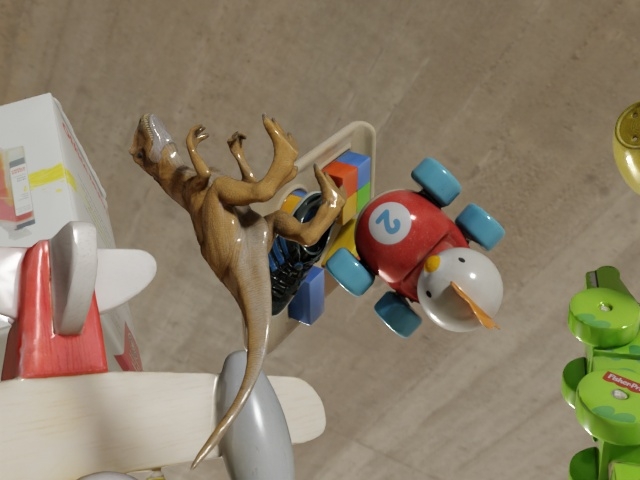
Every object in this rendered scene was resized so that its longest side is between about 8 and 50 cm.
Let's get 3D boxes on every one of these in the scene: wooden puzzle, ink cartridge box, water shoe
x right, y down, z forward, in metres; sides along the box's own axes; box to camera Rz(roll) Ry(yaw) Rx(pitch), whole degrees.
[{"bbox_3d":[0.000,0.000,1.268,0.348,0.080,0.322,-36,138,-42],"label":"wooden puzzle"},{"bbox_3d":[-0.389,0.027,1.058,0.279,0.160,0.385,84,-13,-54],"label":"ink cartridge box"},{"bbox_3d":[-0.039,0.020,1.054,0.203,0.072,0.080,-64,-164,0],"label":"water shoe"}]

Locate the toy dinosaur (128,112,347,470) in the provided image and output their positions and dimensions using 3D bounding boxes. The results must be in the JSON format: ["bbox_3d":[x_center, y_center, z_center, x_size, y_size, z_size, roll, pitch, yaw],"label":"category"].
[{"bbox_3d":[-0.041,0.002,0.393,0.112,0.064,0.212,-40,-128,14],"label":"toy dinosaur"}]

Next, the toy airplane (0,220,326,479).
[{"bbox_3d":[-0.199,0.173,0.593,0.386,0.384,0.272,-47,-152,-21],"label":"toy airplane"}]

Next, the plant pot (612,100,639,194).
[{"bbox_3d":[0.433,-0.131,0.947,0.134,0.095,0.134,-22,-123,39],"label":"plant pot"}]

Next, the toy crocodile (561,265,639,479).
[{"bbox_3d":[0.273,0.137,0.652,0.340,0.105,0.115,-63,152,-59],"label":"toy crocodile"}]

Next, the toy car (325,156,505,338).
[{"bbox_3d":[0.162,0.041,0.999,0.219,0.210,0.238,-47,-155,4],"label":"toy car"}]
